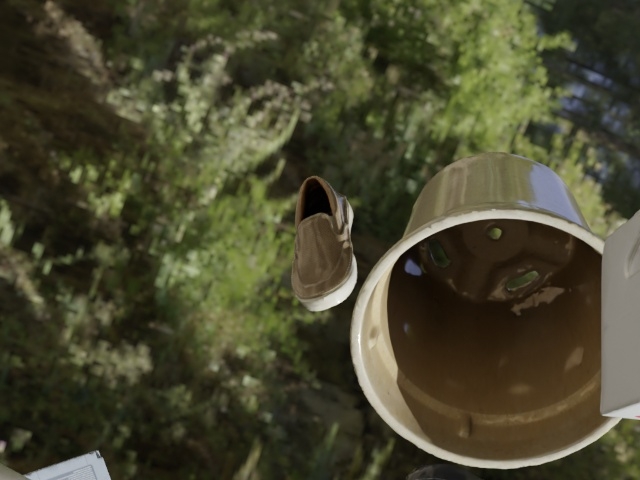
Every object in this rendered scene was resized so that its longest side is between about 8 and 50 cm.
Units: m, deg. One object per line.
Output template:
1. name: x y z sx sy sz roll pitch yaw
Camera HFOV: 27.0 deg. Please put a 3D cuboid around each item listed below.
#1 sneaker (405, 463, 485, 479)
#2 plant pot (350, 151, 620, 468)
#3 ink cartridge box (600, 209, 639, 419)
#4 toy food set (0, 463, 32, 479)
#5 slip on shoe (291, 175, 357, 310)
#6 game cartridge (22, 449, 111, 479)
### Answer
1. sneaker: 0.166 0.298 1.292 0.084 0.235 0.097 -38 -147 52
2. plant pot: 0.211 0.048 1.607 0.305 0.334 0.333 -79 -165 -63
3. ink cartridge box: 0.449 0.070 1.080 0.285 0.395 0.166 95 1 -77
4. toy food set: -0.184 0.218 0.572 0.306 0.220 0.092 -46 -156 21
5. slip on shoe: 0.000 0.000 0.994 0.051 0.041 0.135 -18 -149 19
6. game cartridge: -0.214 0.215 1.129 0.017 0.083 0.056 -36 -106 44
